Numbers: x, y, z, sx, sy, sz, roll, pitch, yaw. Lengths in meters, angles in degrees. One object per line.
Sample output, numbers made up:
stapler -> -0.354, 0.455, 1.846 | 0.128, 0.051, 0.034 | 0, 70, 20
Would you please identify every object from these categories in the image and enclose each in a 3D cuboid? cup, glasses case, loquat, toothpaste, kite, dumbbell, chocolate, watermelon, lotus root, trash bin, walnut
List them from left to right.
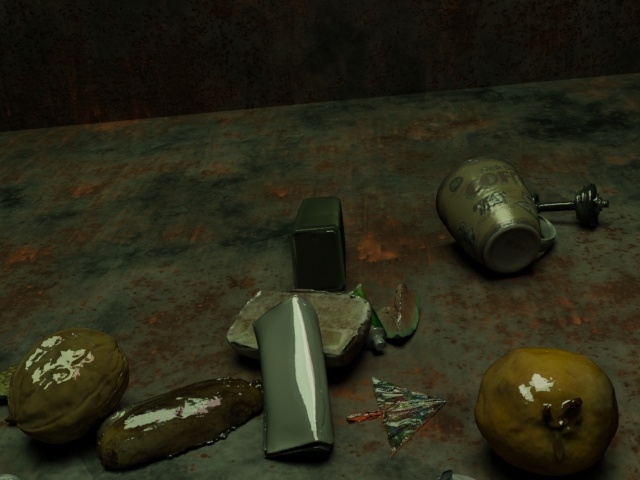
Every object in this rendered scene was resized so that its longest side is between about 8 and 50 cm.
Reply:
walnut -> -0.468, 0.267, 1.546 | 0.198, 0.198, 0.245 | 14, 45, 38
lotus root -> -0.255, 0.313, 1.531 | 0.330, 0.078, 0.167 | -18, 28, -23
glasses case -> -0.050, 0.257, 1.515 | 0.128, 0.083, 0.308 | -20, 51, 15
chocolate -> -0.039, 0.189, 1.707 | 0.303, 0.100, 0.185 | 4, 41, 28
trash bin -> 0.000, 0.000, 2.044 | 0.122, 0.164, 0.240 | -4, 24, 6
toothpaste -> 0.093, 0.168, 1.792 | 0.078, 0.047, 0.248 | -41, 26, 5
watermelon -> 0.159, 0.164, 1.770 | 0.101, 0.080, 0.155 | -18, 40, 14
kite -> 0.140, 0.311, 1.510 | 0.189, 0.009, 0.232 | -9, 24, -5
cup -> 0.451, -0.031, 2.003 | 0.301, 0.227, 0.257 | 16, 31, -22
loquat -> 0.361, 0.271, 1.328 | 0.238, 0.193, 0.238 | 9, 7, -1
dumbbell -> 0.616, -0.089, 2.160 | 0.255, 0.110, 0.110 | -2, 24, 24

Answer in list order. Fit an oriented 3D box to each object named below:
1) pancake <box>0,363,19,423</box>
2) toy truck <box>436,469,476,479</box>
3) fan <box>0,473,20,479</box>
pancake -> -0.574, 0.299, 1.701 | 0.212, 0.029, 0.235 | -20, 28, -31
toy truck -> 0.244, 0.418, 1.118 | 0.155, 0.124, 0.268 | -17, 27, -37
fan -> -0.593, 0.445, 1.331 | 0.244, 0.074, 0.130 | -16, 6, 1
